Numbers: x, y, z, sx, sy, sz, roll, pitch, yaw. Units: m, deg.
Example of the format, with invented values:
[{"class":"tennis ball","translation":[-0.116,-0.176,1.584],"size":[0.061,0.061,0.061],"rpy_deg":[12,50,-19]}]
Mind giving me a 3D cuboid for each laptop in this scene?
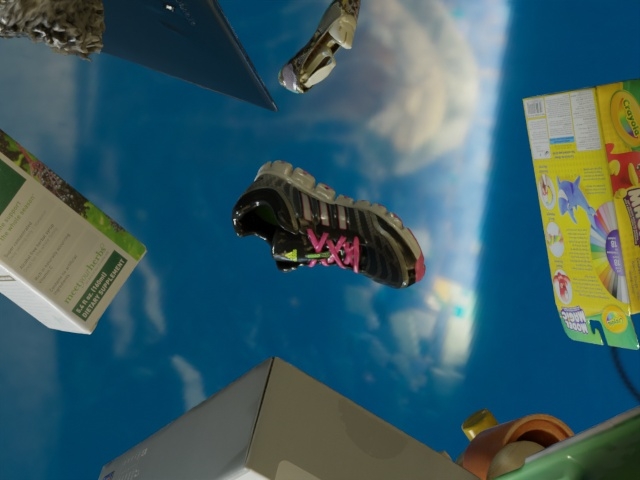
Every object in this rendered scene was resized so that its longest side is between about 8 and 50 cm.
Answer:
[{"class":"laptop","translation":[-0.234,-0.361,1.586],"size":[0.382,0.236,0.407],"rpy_deg":[58,-162,-75]}]

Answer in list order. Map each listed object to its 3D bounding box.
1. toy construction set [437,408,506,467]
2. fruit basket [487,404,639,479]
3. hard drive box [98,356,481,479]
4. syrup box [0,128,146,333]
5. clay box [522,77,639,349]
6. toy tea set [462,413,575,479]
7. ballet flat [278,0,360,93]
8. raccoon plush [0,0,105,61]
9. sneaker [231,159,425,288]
[{"class":"toy construction set","translation":[0.136,0.254,1.412],"size":[0.257,0.309,0.237],"rpy_deg":[-46,-78,-11]},{"class":"fruit basket","translation":[0.099,0.097,0.357],"size":[0.353,0.327,0.165],"rpy_deg":[13,-127,-49]},{"class":"hard drive box","translation":[-0.035,0.195,0.962],"size":[0.181,0.232,0.089],"rpy_deg":[32,-132,-20]},{"class":"syrup box","translation":[-0.276,-0.026,1.175],"size":[0.237,0.096,0.093],"rpy_deg":[42,-111,-25]},{"class":"clay box","translation":[0.241,-0.022,1.194],"size":[0.053,0.127,0.222],"rpy_deg":[-13,-84,-19]},{"class":"toy tea set","translation":[0.251,0.229,0.984],"size":[0.336,0.124,0.200],"rpy_deg":[16,-106,-26]},{"class":"ballet flat","translation":[0.008,-0.183,1.305],"size":[0.114,0.041,0.041],"rpy_deg":[-51,-38,5]},{"class":"raccoon plush","translation":[-0.200,-0.363,1.087],"size":[0.216,0.299,0.446],"rpy_deg":[6,-45,-43]},{"class":"sneaker","translation":[0.000,0.000,1.066],"size":[0.075,0.170,0.063],"rpy_deg":[-41,-33,-35]}]
